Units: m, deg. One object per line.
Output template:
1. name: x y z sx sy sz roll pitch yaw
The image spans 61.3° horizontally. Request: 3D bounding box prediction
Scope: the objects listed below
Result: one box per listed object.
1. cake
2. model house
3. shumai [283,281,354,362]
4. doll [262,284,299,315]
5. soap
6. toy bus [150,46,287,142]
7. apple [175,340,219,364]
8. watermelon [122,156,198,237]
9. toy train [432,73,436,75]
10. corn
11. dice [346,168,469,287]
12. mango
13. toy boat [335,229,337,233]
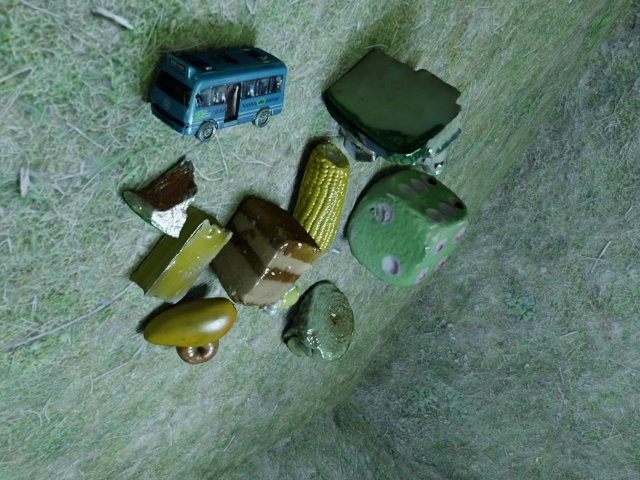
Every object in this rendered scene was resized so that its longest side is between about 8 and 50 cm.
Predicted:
1. cake: -0.173 0.053 1.434 0.293 0.196 0.199 -49 155 14
2. model house: 0.197 -0.286 1.403 0.243 0.298 0.284 -45 157 -8
3. shumai: -0.039 0.341 2.164 0.264 0.303 0.309 -23 178 39
4. doll: -0.138 0.207 1.878 0.163 0.062 0.106 -22 141 -46
5. soap: -0.326 0.039 1.282 0.233 0.076 0.135 -49 155 3
6. toy bus: -0.182 -0.278 0.995 0.246 0.113 0.134 -26 144 -44
7. apple: -0.359 0.295 1.571 0.126 0.102 0.126 -6 108 -18
8. watermelon: -0.307 -0.076 1.120 0.158 0.098 0.121 -41 156 -26
9. toy train: 0.253 -0.429 1.553 0.099 0.081 0.149 -14 139 -54
10. corn: -0.002 -0.100 1.546 0.144 0.144 0.387 -29 152 -37
11. dice: 0.313 -0.049 1.942 0.322 0.318 0.330 -24 147 -46
12. mango: -0.347 0.228 1.457 0.254 0.113 0.138 -13 139 -23
13. toy boat: 0.000 0.000 1.817 0.149 0.049 0.047 -49 126 5
